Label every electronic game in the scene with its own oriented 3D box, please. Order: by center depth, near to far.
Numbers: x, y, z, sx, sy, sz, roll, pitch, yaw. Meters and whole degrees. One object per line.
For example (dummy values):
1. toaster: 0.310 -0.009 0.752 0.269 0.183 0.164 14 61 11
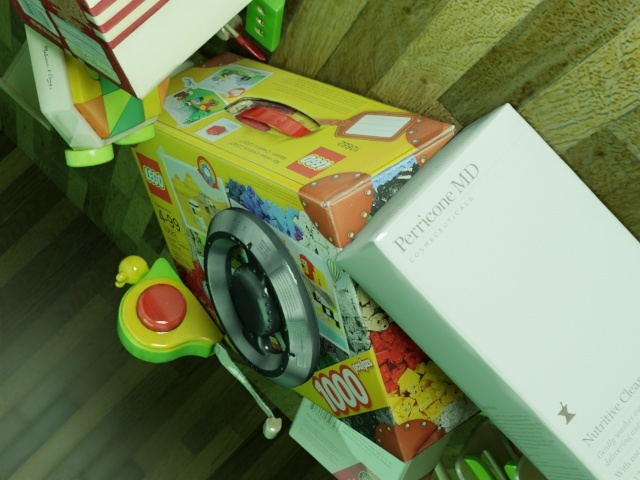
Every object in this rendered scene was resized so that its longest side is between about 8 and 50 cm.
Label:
1. electronic game: -0.072 0.069 1.681 0.229 0.048 0.229 41 143 41

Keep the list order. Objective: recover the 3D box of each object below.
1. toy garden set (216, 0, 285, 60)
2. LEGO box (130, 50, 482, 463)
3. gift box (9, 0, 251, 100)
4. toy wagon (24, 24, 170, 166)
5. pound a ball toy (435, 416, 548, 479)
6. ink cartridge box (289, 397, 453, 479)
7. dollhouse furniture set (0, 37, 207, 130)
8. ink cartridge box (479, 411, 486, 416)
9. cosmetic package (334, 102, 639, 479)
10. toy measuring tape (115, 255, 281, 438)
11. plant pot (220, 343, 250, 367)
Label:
1. toy garden set: -0.132 -0.322 1.700 0.244 0.049 0.204 42 163 8
2. LEGO box: -0.012 0.001 1.790 0.500 0.193 0.372 26 140 52
3. gift box: -0.193 -0.326 1.427 0.255 0.258 0.276 37 163 30
4. toy wagon: -0.249 -0.246 1.699 0.068 0.344 0.267 -2 105 20
5. pound a ball toy: 0.299 0.376 2.204 0.208 0.136 0.319 0 133 45
6. ink cartridge box: 0.099 0.232 2.078 0.207 0.117 0.283 40 127 26
7. dollhouse furniture set: -0.308 -0.248 1.961 0.212 0.161 0.242 41 -163 15
8. ink cartridge box: 0.162 0.224 2.279 0.255 0.097 0.189 51 164 -19
9. cosmetic package: 0.229 0.073 1.467 0.385 0.217 0.156 45 165 -7
10. toy measuring tape: -0.190 0.159 1.950 0.330 0.121 0.121 52 167 14
11. plant pot: -0.043 0.164 2.517 0.230 0.215 0.215 32 167 -8
